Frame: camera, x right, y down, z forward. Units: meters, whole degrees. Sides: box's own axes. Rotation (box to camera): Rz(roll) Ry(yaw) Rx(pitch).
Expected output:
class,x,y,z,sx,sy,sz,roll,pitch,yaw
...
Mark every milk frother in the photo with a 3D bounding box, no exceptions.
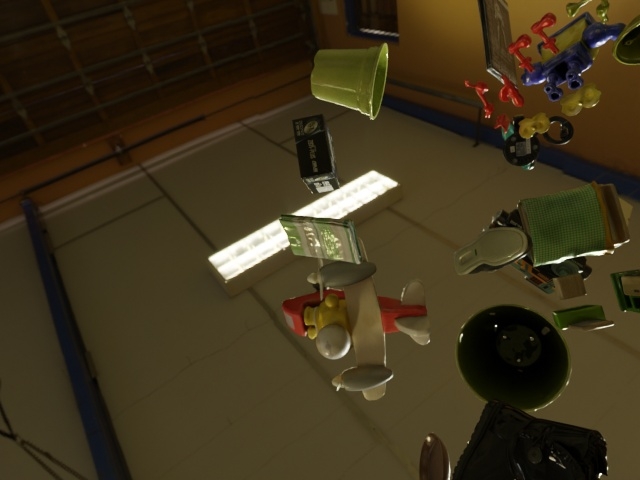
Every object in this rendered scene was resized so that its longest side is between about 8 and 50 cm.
class,x,y,z,sx,sy,sz,roll,pitch,yaw
milk frother,0.542,-0.250,1.093,0.143,0.129,0.135,14,-160,20

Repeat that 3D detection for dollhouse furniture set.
class,x,y,z,sx,sy,sz,roll,pitch,yaw
dollhouse furniture set,0.568,0.024,0.910,0.198,0.151,0.301,-14,-97,8

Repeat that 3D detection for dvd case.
class,x,y,z,sx,sy,sz,roll,pitch,yaw
dvd case,0.406,-0.472,0.998,0.018,0.221,0.165,-9,173,42

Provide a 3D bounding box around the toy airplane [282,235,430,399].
class,x,y,z,sx,sy,sz,roll,pitch,yaw
toy airplane,0.098,0.219,1.139,0.386,0.384,0.272,43,-144,6

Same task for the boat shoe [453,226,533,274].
class,x,y,z,sx,sy,sz,roll,pitch,yaw
boat shoe,0.389,0.025,0.962,0.079,0.233,0.083,4,-106,-14

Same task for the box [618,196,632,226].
class,x,y,z,sx,sy,sz,roll,pitch,yaw
box,0.978,-0.066,1.485,0.094,0.113,0.275,40,-139,19

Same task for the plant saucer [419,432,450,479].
class,x,y,z,sx,sy,sz,roll,pitch,yaw
plant saucer,0.297,0.591,1.127,0.029,0.168,0.168,11,-140,-4

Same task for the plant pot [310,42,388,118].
class,x,y,z,sx,sy,sz,roll,pitch,yaw
plant pot,0.106,-0.627,1.678,0.254,0.276,0.276,12,-136,12

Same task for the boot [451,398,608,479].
class,x,y,z,sx,sy,sz,roll,pitch,yaw
boot,0.341,0.404,0.725,0.246,0.094,0.207,-61,-156,-15

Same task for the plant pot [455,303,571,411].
class,x,y,z,sx,sy,sz,roll,pitch,yaw
plant pot,0.555,0.318,1.248,0.275,0.294,0.274,-4,-99,27

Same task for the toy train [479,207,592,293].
class,x,y,z,sx,sy,sz,roll,pitch,yaw
toy train,0.673,0.034,1.381,0.334,0.190,0.142,34,-122,4

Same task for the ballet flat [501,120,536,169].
class,x,y,z,sx,sy,sz,roll,pitch,yaw
ballet flat,0.743,-0.357,1.616,0.074,0.074,0.203,-23,-98,-12

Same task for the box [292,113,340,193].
class,x,y,z,sx,sy,sz,roll,pitch,yaw
box,-0.007,-0.210,1.093,0.078,0.180,0.147,-10,-98,7

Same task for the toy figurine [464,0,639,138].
class,x,y,z,sx,sy,sz,roll,pitch,yaw
toy figurine,0.479,-0.387,0.821,0.363,0.191,0.217,-31,-154,53

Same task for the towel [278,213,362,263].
class,x,y,z,sx,sy,sz,roll,pitch,yaw
towel,0.000,0.000,0.842,0.152,0.113,0.023,5,-134,25
